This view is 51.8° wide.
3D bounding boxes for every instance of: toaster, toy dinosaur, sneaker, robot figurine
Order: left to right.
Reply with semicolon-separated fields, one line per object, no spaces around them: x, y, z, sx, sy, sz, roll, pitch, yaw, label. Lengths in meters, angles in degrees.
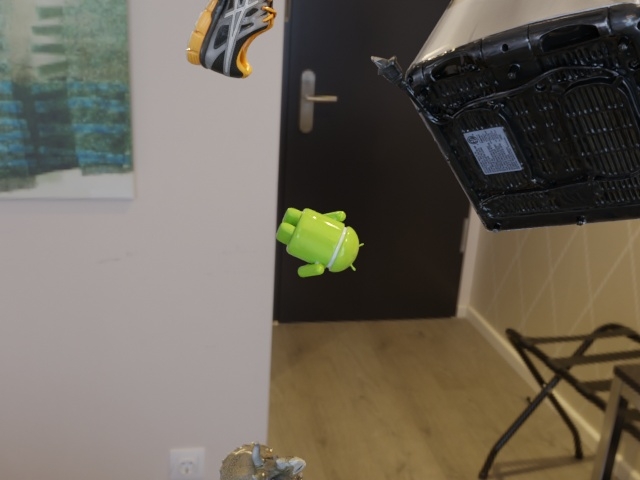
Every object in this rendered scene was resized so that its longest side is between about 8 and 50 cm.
-0.092;0.374;0.849;0.160;0.313;0.121;18;15;-32;toy dinosaur
-0.087;-0.300;0.814;0.083;0.214;0.084;30;27;-3;sneaker
0.000;0.000;0.884;0.115;0.067;0.101;23;60;-3;robot figurine
0.163;-0.102;0.459;0.168;0.185;0.110;-7;44;41;toaster
